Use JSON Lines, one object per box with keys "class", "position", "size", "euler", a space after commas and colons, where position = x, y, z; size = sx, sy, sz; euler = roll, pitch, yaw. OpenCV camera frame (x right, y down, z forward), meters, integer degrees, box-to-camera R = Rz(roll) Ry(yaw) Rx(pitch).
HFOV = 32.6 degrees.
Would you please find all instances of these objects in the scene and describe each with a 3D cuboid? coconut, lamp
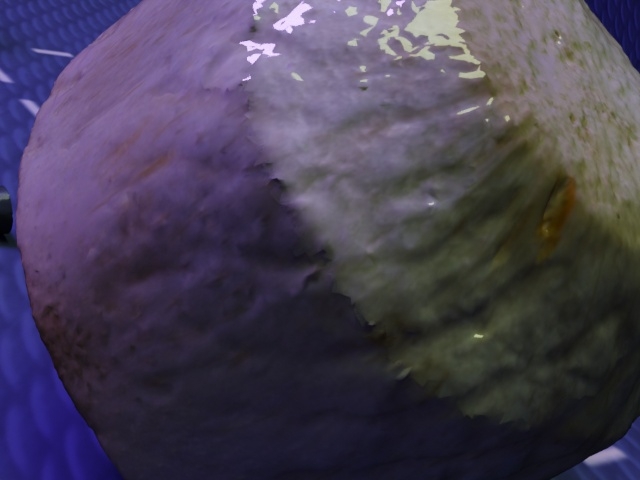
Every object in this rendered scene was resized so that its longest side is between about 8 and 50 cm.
{"class": "coconut", "position": [0.000, 0.000, 0.533], "size": [0.329, 0.328, 0.329], "euler": [17, 21, -7]}
{"class": "lamp", "position": [-0.252, -0.041, 0.731], "size": [0.054, 0.041, 0.121], "euler": [-8, 37, -35]}
